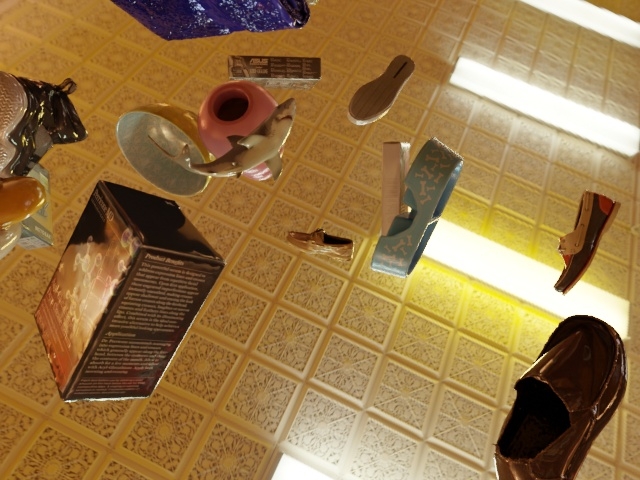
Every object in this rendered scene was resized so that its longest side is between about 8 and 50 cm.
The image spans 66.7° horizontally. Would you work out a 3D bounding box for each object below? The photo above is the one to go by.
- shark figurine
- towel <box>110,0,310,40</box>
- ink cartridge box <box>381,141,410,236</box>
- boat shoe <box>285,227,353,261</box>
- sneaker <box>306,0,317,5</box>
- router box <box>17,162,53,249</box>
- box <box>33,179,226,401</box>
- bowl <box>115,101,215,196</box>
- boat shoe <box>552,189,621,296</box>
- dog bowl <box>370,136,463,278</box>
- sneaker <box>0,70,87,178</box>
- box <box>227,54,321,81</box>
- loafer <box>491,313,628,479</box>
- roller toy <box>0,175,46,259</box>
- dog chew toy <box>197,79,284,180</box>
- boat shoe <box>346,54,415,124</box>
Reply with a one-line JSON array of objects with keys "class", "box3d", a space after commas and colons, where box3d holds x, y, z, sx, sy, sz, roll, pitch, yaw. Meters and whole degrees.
[{"class": "shark figurine", "box3d": [-0.180, -0.181, 0.960, 0.278, 0.166, 0.116, -26, -127, -24]}, {"class": "towel", "box3d": [-0.196, -0.392, 0.768, 0.309, 0.228, 0.076, 7, -101, 25]}, {"class": "ink cartridge box", "box3d": [0.233, -0.120, 1.518, 0.069, 0.370, 0.176, 5, -168, 18]}, {"class": "boat shoe", "box3d": [0.000, 0.000, 0.943, 0.136, 0.045, 0.050, 14, -149, 0]}, {"class": "sneaker", "box3d": [0.031, -0.517, 0.890, 0.086, 0.192, 0.064, 2, -126, -20]}, {"class": "router box", "box3d": [-0.826, -0.135, 1.293, 0.081, 0.309, 0.242, -11, -106, -6]}, {"class": "box", "box3d": [-0.447, 0.116, 1.114, 0.212, 0.395, 0.293, 18, -163, -48]}, {"class": "bowl", "box3d": [-0.406, -0.280, 1.375, 0.290, 0.289, 0.156, 25, -129, 4]}, {"class": "boat shoe", "box3d": [0.312, 0.003, 0.589, 0.043, 0.049, 0.137, 29, -96, 16]}, {"class": "dog bowl", "box3d": [0.197, -0.055, 0.980, 0.074, 0.297, 0.166, 27, -162, 18]}, {"class": "sneaker", "box3d": [-0.463, -0.142, 0.768, 0.101, 0.268, 0.153, 42, -149, 8]}, {"class": "box", "box3d": [-0.167, -0.581, 1.695, 0.308, 0.242, 0.076, -2, -81, -9]}, {"class": "loafer", "box3d": [0.394, 0.252, 0.789, 0.134, 0.130, 0.366, 6, -132, 45]}, {"class": "roller toy", "box3d": [-0.379, -0.021, 0.422, 0.191, 0.146, 0.209, 3, -151, 28]}, {"class": "dog chew toy", "box3d": [-0.185, -0.261, 1.263, 0.207, 0.332, 0.206, -2, -108, 7]}, {"class": "boat shoe", "box3d": [0.186, -0.441, 1.480, 0.109, 0.094, 0.302, 40, -112, 6]}]
